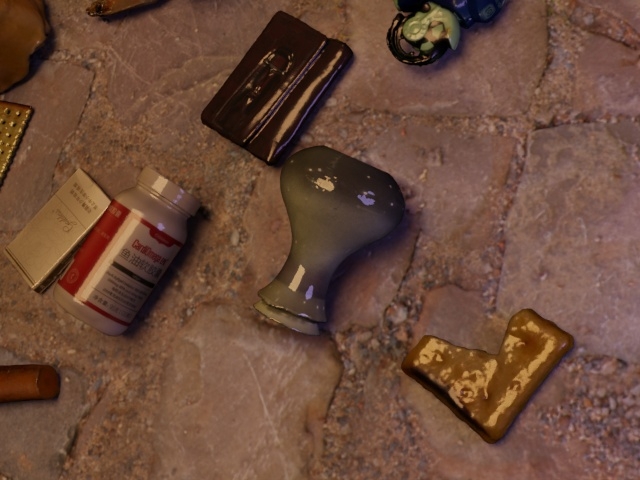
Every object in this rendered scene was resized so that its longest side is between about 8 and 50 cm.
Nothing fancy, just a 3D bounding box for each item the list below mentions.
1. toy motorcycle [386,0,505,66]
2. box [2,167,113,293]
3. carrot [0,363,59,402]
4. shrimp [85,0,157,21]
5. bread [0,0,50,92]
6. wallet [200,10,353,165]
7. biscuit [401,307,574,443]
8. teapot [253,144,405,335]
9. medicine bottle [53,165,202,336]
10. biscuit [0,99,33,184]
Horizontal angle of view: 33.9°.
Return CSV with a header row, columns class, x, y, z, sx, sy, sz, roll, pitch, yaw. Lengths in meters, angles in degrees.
class,x,y,z,sx,sy,sz,roll,pitch,yaw
toy motorcycle,0.174,-0.423,1.575,0.196,0.125,0.331,-13,70,19
box,-0.435,-0.018,1.759,0.198,0.029,0.109,-47,59,1
carrot,-0.528,0.233,1.691,0.225,0.067,0.067,-6,69,22
shrimp,-0.331,-0.440,1.862,0.190,0.042,0.101,-23,46,13
bread,-0.728,-0.446,1.868,0.250,0.394,0.361,-40,62,25
wallet,-0.072,-0.245,1.662,0.182,0.049,0.229,34,86,34
biscuit,0.220,0.152,1.382,0.183,0.039,0.174,-49,57,2
teapot,0.000,0.000,1.474,0.184,0.183,0.250,28,96,31
medicine bottle,-0.295,0.016,1.621,0.131,0.131,0.250,33,87,31
biscuit,-0.611,-0.148,1.898,0.139,0.016,0.231,14,78,28
